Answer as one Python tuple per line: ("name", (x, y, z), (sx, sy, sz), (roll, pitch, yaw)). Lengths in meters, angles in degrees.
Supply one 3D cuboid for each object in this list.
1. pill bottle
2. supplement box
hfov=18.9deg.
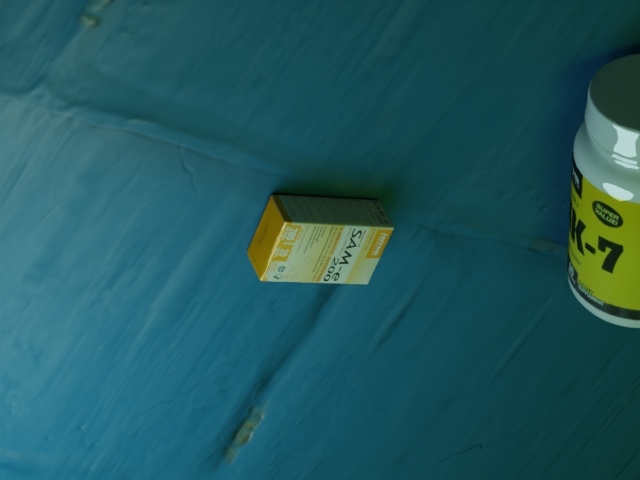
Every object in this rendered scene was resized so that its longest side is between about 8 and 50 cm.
("pill bottle", (0.260, -0.040, 1.544), (0.119, 0.119, 0.208), (-17, 135, -12))
("supplement box", (0.000, 0.000, 1.508), (0.098, 0.036, 0.062), (2, 130, -29))
